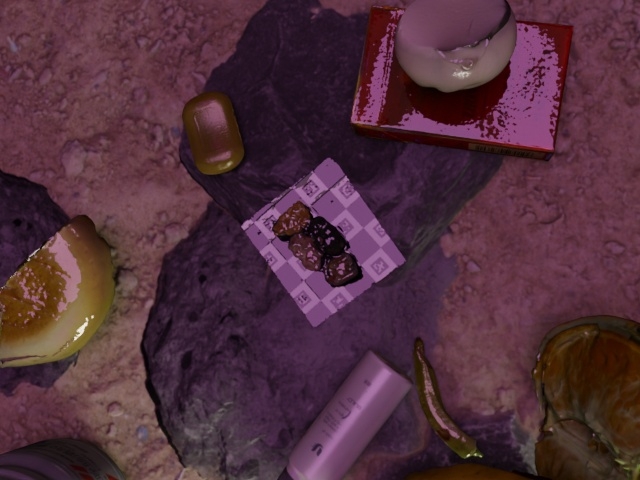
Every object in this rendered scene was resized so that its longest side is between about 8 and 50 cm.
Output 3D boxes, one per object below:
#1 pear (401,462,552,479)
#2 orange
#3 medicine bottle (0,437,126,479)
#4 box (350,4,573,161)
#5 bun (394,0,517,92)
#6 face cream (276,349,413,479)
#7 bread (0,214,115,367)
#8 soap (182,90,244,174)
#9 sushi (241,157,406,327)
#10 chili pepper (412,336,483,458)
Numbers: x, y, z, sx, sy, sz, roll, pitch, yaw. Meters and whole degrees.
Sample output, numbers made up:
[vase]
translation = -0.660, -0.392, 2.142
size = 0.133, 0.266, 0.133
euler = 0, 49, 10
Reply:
[pear]
translation = 0.197, 0.487, 1.047
size = 0.386, 0.191, 0.340
euler = -39, 85, 39
[orange]
translation = 0.411, 0.264, 1.085
size = 0.196, 0.263, 0.334
euler = -13, 101, -33
[medicine bottle]
translation = -0.443, 0.437, 1.176
size = 0.245, 0.306, 0.244
euler = -1, 86, 9
[box]
translation = 0.218, -0.246, 1.235
size = 0.314, 0.089, 0.197
euler = 9, 88, 9
[bun]
translation = 0.195, -0.279, 1.135
size = 0.173, 0.119, 0.172
euler = -9, 49, 11
[face cream]
translation = 0.018, 0.317, 1.222
size = 0.092, 0.092, 0.311
euler = 36, 92, 10
[bread]
translation = -0.421, 0.099, 1.287
size = 0.156, 0.158, 0.260
euler = 45, 93, -1
[soap]
translation = -0.178, -0.178, 1.315
size = 0.089, 0.045, 0.140
euler = -17, 82, 5
[sushi]
translation = 0.000, 0.000, 1.269
size = 0.192, 0.050, 0.215
euler = -37, 81, 5
[chili pepper]
translation = 0.181, 0.254, 1.226
size = 0.049, 0.043, 0.208
euler = -32, 81, 18
